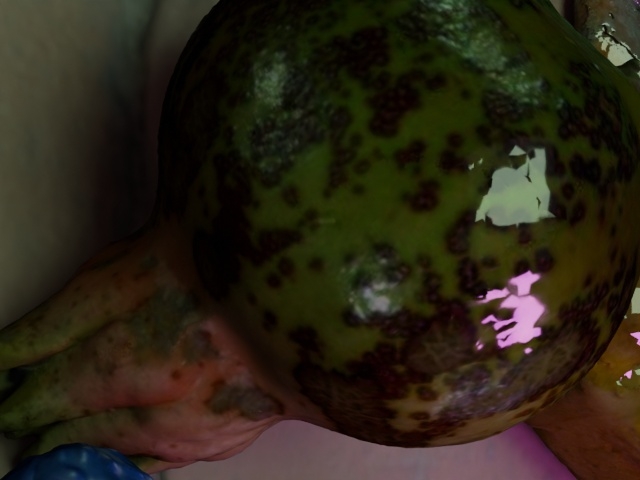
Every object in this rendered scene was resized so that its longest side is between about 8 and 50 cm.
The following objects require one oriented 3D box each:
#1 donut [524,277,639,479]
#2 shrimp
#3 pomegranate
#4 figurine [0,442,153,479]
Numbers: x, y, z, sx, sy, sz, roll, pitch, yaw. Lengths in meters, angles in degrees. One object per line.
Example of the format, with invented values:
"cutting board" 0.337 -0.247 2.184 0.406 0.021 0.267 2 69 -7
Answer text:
"donut" 0.205 0.051 0.702 0.261 0.128 0.208 52 53 -23
"shrimp" 0.237 -0.138 0.812 0.187 0.052 0.132 0 83 -39
"pomegranate" 0.011 0.013 0.490 0.204 0.222 0.276 28 78 12
"figurine" -0.115 0.137 0.419 0.164 0.121 0.262 -60 150 -2
